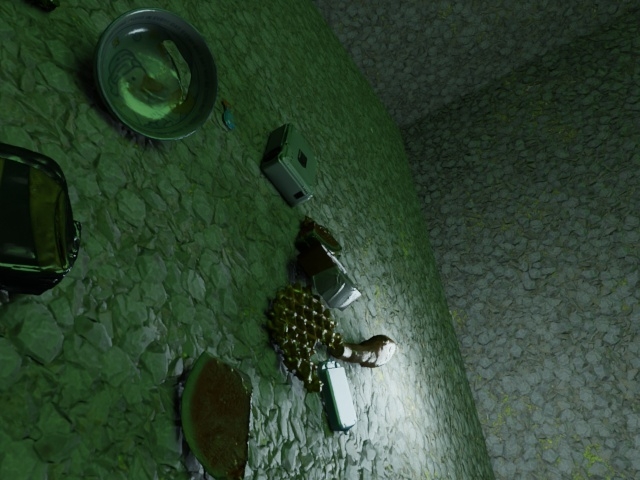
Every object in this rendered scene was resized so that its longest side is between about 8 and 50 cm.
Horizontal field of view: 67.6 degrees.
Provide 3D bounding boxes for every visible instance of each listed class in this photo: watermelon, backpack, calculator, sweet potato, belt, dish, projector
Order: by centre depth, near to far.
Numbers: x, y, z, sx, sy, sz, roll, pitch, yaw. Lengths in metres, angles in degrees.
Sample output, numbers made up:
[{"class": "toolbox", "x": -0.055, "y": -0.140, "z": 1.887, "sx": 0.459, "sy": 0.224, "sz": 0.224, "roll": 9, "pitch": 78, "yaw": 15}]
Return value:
[{"class": "backpack", "x": -0.443, "y": -0.042, "z": 0.666, "sx": 0.206, "sy": 0.133, "sz": 0.258, "roll": 21, "pitch": 43, "yaw": -48}, {"class": "watermelon", "x": -0.182, "y": 0.334, "z": 0.908, "sx": 0.146, "sy": 0.129, "sz": 0.231, "roll": 81, "pitch": 9, "yaw": -69}, {"class": "dish", "x": -0.381, "y": -0.366, "z": 1.074, "sx": 0.273, "sy": 0.134, "sz": 0.273, "roll": -15, "pitch": 112, "yaw": -40}, {"class": "calculator", "x": 0.047, "y": 0.439, "z": 1.347, "sx": 0.121, "sy": 0.039, "sz": 0.210, "roll": 16, "pitch": 55, "yaw": -58}, {"class": "belt", "x": 0.030, "y": 0.116, "z": 1.473, "sx": 0.184, "sy": 0.105, "sz": 0.261, "roll": 54, "pitch": 1, "yaw": 39}, {"class": "sweet potato", "x": 0.154, "y": 0.368, "z": 1.571, "sx": 0.385, "sy": 0.109, "sz": 0.109, "roll": 10, "pitch": 59, "yaw": -57}, {"class": "projector", "x": -0.096, "y": -0.265, "z": 1.629, "sx": 0.192, "sy": 0.099, "sz": 0.256, "roll": 50, "pitch": 28, "yaw": -30}]

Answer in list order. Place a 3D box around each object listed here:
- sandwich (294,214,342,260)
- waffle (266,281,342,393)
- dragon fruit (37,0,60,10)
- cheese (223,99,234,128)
[{"class": "sandwich", "x": 0.008, "y": 0.008, "z": 1.617, "sx": 0.235, "sy": 0.079, "sz": 0.159, "roll": 42, "pitch": 33, "yaw": -43}, {"class": "waffle", "x": -0.049, "y": 0.244, "z": 1.296, "sx": 0.259, "sy": 0.069, "sz": 0.293, "roll": 58, "pitch": 24, "yaw": -8}, {"class": "dragon fruit", "x": -0.562, "y": -0.532, "z": 0.877, "sx": 0.236, "sy": 0.135, "sz": 0.137, "roll": 63, "pitch": 12, "yaw": -70}, {"class": "cheese", "x": -0.279, "y": -0.382, "z": 1.453, "sx": 0.047, "sy": 0.017, "sz": 0.111, "roll": 36, "pitch": 37, "yaw": -55}]
